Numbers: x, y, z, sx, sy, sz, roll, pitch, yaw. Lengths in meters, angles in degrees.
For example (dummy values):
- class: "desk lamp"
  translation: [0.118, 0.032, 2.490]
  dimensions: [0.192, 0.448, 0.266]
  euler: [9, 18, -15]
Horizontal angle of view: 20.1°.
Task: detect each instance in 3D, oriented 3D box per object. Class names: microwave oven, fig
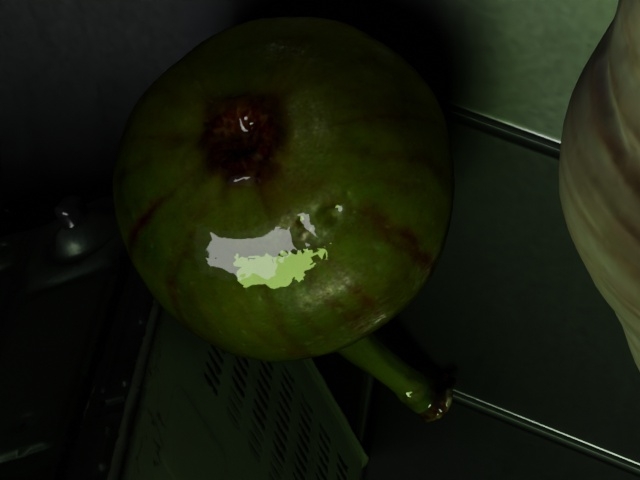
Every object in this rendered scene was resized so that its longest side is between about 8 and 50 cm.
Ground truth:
- class: "microwave oven"
  translation: [-0.210, 0.174, 0.895]
  dimensions: [0.394, 0.333, 0.247]
  euler: [-18, 124, 17]
- class: "fig"
  translation: [0.000, 0.000, 0.843]
  dimensions: [0.151, 0.151, 0.259]
  euler: [15, 162, 20]

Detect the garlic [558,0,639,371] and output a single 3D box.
- class: "garlic"
  translation: [0.231, -0.013, 0.591]
  dimensions: [0.322, 0.241, 0.322]
  euler: [37, 147, 30]
